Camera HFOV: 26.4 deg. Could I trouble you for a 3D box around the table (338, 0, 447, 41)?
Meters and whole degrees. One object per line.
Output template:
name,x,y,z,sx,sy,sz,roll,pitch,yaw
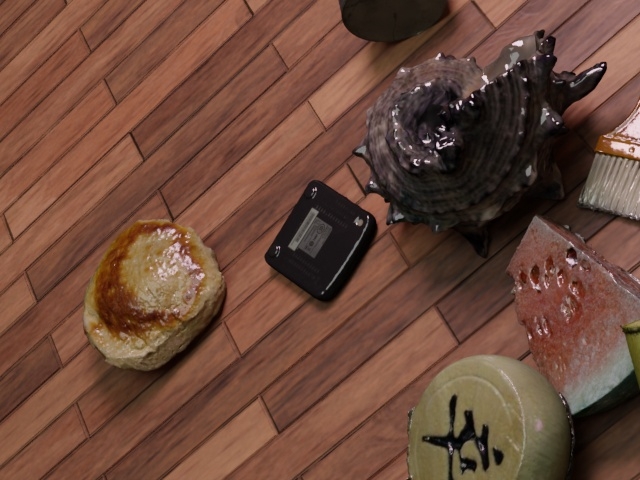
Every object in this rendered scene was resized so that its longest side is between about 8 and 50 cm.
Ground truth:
table,0.088,-0.305,1.695,0.133,0.133,0.043,-26,56,24

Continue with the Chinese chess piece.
Chinese chess piece,0.171,0.212,1.411,0.188,0.083,0.189,-24,59,48

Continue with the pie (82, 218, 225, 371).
pie,-0.226,0.070,1.788,0.205,0.084,0.179,-43,52,9

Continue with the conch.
conch,0.174,-0.129,1.549,0.313,0.186,0.241,-36,45,42

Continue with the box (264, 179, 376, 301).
box,0.000,0.000,1.694,0.125,0.027,0.126,33,92,40

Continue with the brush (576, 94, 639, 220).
brush,0.374,-0.172,1.510,0.090,0.017,0.314,16,80,36

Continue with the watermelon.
watermelon,0.274,0.066,1.443,0.154,0.094,0.241,-47,49,23

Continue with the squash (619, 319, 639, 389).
squash,0.376,0.174,1.251,0.132,0.132,0.247,-19,90,28
